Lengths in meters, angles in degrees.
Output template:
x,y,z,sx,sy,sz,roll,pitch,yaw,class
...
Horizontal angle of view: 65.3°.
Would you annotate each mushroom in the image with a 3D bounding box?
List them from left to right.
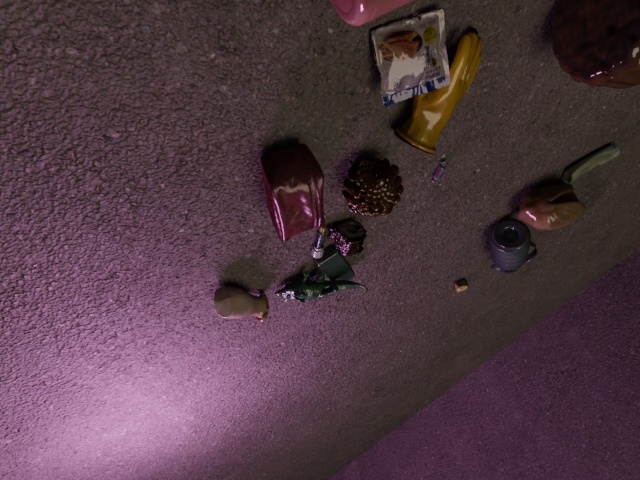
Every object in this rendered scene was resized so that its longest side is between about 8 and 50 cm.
x,y,z,sx,sy,sz,roll,pitch,yaw,class
-0.231,0.189,1.474,0.088,0.097,0.212,-52,141,11,mushroom

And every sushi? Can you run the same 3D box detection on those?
x,y,z,sx,sy,sz,roll,pitch,yaw,class
0.081,-0.006,1.471,0.098,0.094,0.084,-22,147,-21,sushi

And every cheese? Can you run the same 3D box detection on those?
x,y,z,sx,sy,sz,roll,pitch,yaw,class
0.605,0.190,2.135,0.060,0.041,0.084,-25,160,4,cheese

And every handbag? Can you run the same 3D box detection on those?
x,y,z,sx,sy,sz,roll,pitch,yaw,class
-0.062,-0.113,1.190,0.135,0.146,0.225,-19,141,-11,handbag

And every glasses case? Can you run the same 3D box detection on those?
x,y,z,sx,sy,sz,roll,pitch,yaw,class
0.048,0.084,1.599,0.077,0.039,0.184,-34,145,4,glasses case

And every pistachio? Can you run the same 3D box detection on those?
x,y,z,sx,sy,sz,roll,pitch,yaw,class
0.847,-0.118,1.840,0.288,0.166,0.197,-8,164,-35,pistachio

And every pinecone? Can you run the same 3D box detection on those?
x,y,z,sx,sy,sz,roll,pitch,yaw,class
0.131,-0.134,1.307,0.173,0.174,0.174,-20,143,-16,pinecone

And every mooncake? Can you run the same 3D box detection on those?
x,y,z,sx,sy,sz,roll,pitch,yaw,class
0.688,-0.501,1.153,0.161,0.290,0.290,-8,139,-24,mooncake

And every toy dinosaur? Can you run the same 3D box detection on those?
x,y,z,sx,sy,sz,roll,pitch,yaw,class
-0.002,0.144,1.568,0.291,0.079,0.120,-11,156,5,toy dinosaur

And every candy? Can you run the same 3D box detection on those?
x,y,z,sx,sy,sz,roll,pitch,yaw,class
0.355,-0.205,1.490,0.030,0.020,0.083,-6,140,-30,candy

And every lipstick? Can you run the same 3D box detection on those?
x,y,z,sx,sy,sz,roll,pitch,yaw,class
0.000,0.000,1.469,0.037,0.037,0.116,-11,136,-26,lipstick

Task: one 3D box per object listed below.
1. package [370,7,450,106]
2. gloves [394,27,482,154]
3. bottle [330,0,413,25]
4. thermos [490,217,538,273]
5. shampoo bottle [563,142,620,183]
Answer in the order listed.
x,y,z,sx,sy,sz,roll,pitch,yaw,class
0.201,-0.397,1.091,0.171,0.027,0.173,-21,121,-7,package
0.301,-0.366,1.211,0.133,0.116,0.294,-25,146,-61,gloves
0.152,-0.505,0.869,0.296,0.173,0.206,-28,176,-7,bottle
0.758,0.036,1.964,0.182,0.145,0.286,-15,149,13,thermos
0.998,-0.284,1.838,0.212,0.049,0.072,-30,140,-2,shampoo bottle
